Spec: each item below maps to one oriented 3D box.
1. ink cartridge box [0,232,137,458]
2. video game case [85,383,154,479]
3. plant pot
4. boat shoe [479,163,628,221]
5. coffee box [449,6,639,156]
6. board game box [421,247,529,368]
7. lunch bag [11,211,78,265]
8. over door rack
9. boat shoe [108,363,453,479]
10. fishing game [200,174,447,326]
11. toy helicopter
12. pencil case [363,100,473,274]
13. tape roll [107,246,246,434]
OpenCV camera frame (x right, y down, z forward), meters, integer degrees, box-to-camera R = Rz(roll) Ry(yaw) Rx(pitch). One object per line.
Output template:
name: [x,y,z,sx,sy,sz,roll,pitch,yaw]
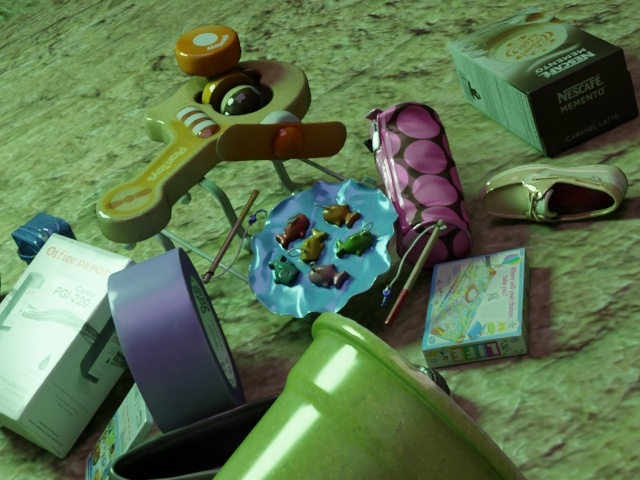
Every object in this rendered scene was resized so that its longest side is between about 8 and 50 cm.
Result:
ink cartridge box: [-0.295,0.112,1.323,0.158,0.092,0.218,15,62,41]
video game case: [-0.205,0.205,1.187,0.122,0.011,0.087,-56,24,17]
plant pot: [0.002,0.236,0.849,0.254,0.276,0.276,-42,33,-12]
boat shoe: [0.260,-0.050,1.329,0.170,0.063,0.059,-7,26,23]
coffee box: [0.291,-0.217,1.552,0.141,0.098,0.246,-26,29,-7]
board game box: [0.165,0.069,1.227,0.103,0.026,0.154,-11,30,18]
lunch bag: [-0.396,0.006,1.666,0.065,0.067,0.098,-39,32,-30]
over door rack: [-0.063,-0.017,1.466,0.324,0.108,0.239,20,48,31]
boat shoe: [-0.036,0.187,1.091,0.335,0.095,0.112,-25,29,-5]
fishing game: [0.000,0.000,1.288,0.264,0.041,0.189,15,63,35]
toy helicopter: [-0.127,-0.109,1.395,0.235,0.140,0.355,15,45,27]
pencil case: [0.110,-0.064,1.354,0.095,0.098,0.209,-39,44,28]
tape roll: [-0.146,0.108,1.202,0.080,0.189,0.189,-22,29,0]
